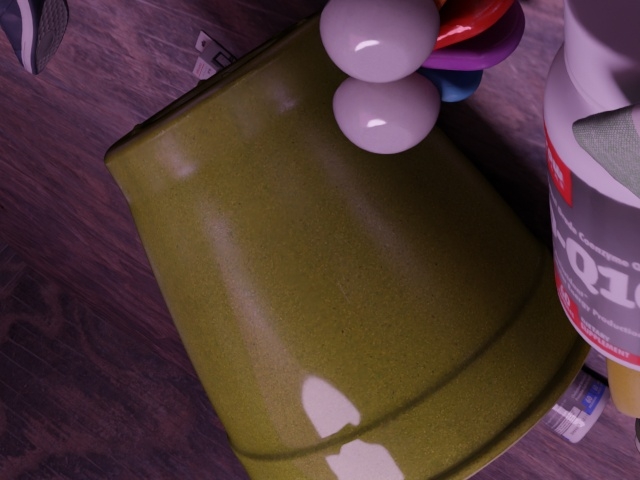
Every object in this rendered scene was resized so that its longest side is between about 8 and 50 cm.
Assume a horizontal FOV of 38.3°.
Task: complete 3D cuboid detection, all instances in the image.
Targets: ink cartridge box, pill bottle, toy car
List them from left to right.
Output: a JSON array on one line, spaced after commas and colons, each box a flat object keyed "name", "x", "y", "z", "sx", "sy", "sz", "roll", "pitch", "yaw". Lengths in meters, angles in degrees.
[{"name": "ink cartridge box", "x": -0.112, "y": -0.188, "z": 1.023, "sx": 0.083, "sy": 0.028, "sz": 0.048, "roll": 41, "pitch": 160, "yaw": -4}, {"name": "toy car", "x": 0.072, "y": -0.159, "z": 0.632, "sx": 0.136, "sy": 0.159, "sz": 0.182, "roll": -3, "pitch": 150, "yaw": 6}, {"name": "pill bottle", "x": 0.258, "y": 0.165, "z": 1.072, "sx": 0.137, "sy": 0.078, "sz": 0.078, "roll": 34, "pitch": 160, "yaw": 11}, {"name": "pill bottle", "x": 0.216, "y": -0.048, "z": 0.547, "sx": 0.161, "sy": 0.161, "sz": 0.283, "roll": 27, "pitch": 157, "yaw": 31}]

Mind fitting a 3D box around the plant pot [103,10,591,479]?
[{"name": "plant pot", "x": 0.000, "y": 0.000, "z": 0.839, "sx": 0.353, "sy": 0.366, "sz": 0.366, "roll": 57, "pitch": 156, "yaw": -13}]

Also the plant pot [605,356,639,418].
[{"name": "plant pot", "x": 0.294, "y": 0.074, "z": 0.766, "sx": 0.134, "sy": 0.134, "sz": 0.095, "roll": -6, "pitch": 107, "yaw": 64}]

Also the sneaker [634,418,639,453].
[{"name": "sneaker", "x": 0.387, "y": 0.236, "z": 0.950, "sx": 0.192, "sy": 0.064, "sz": 0.086, "roll": -121, "pitch": 10, "yaw": -50}]

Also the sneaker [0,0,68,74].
[{"name": "sneaker", "x": -0.408, "y": -0.316, "z": 1.158, "sx": 0.163, "sy": 0.086, "sz": 0.226, "roll": 27, "pitch": 150, "yaw": 2}]

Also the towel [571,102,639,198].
[{"name": "towel", "x": 0.256, "y": 0.013, "z": 0.297, "sx": 0.248, "sy": 0.038, "sz": 0.325, "roll": 37, "pitch": 172, "yaw": -11}]
